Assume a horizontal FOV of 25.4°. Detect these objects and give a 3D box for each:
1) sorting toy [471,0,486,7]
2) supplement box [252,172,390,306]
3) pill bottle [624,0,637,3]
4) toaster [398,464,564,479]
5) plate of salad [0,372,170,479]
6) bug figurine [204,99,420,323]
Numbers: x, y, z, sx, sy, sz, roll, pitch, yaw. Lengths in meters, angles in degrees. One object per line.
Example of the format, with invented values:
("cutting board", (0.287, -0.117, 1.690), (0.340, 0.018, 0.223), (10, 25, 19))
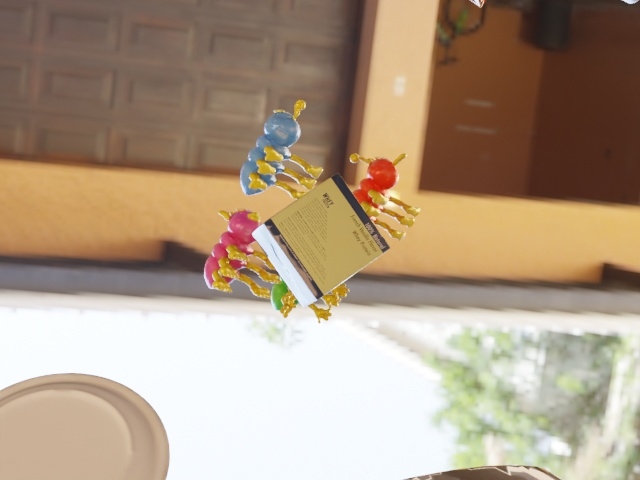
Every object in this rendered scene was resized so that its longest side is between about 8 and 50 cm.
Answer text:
("sorting toy", (0.037, -0.279, 1.107), (0.274, 0.046, 0.132), (38, -175, 11))
("supplement box", (0.000, 0.000, 1.257), (0.083, 0.083, 0.056), (-35, 180, -16))
("pill bottle", (0.253, -0.314, 1.414), (0.184, 0.103, 0.103), (30, -176, -10))
("toaster", (0.086, 0.189, 0.671), (0.227, 0.129, 0.146), (-4, -166, -32))
("plate of salad", (-0.223, 0.193, 1.176), (0.199, 0.048, 0.200), (-3, -136, 2))
("bug figurine", (-0.021, -0.025, 1.459), (0.072, 0.216, 0.279), (37, -170, 34))
